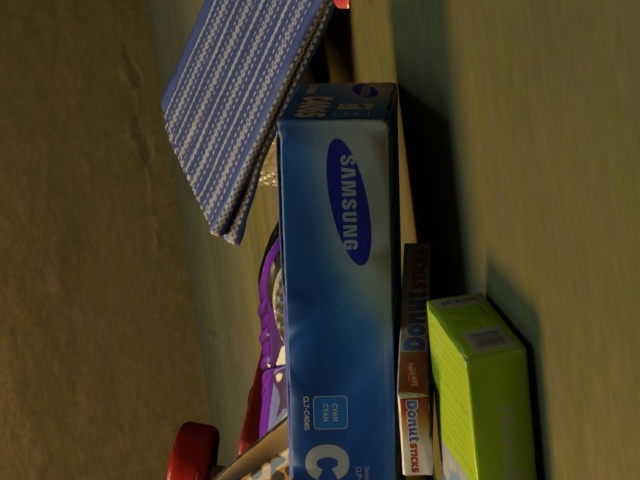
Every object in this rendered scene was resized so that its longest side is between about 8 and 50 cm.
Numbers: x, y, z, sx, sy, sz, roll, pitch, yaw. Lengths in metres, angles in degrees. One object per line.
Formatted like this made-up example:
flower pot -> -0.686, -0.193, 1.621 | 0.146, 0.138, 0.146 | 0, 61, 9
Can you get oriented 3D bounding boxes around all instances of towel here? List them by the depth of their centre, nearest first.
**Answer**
towel -> -0.060, -0.159, 1.672 | 0.243, 0.040, 0.336 | -66, 20, 16

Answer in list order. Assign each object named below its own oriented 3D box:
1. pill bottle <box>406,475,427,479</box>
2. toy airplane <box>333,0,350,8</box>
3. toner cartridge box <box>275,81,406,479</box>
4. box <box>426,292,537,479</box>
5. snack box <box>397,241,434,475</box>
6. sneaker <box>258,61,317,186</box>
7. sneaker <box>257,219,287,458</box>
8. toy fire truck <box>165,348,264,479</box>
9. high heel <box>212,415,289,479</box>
pill bottle -> 0.062, 0.187, 1.497 | 0.043, 0.043, 0.083 | 112, 148, -74
toy airplane -> 0.020, -0.230, 1.363 | 0.151, 0.028, 0.151 | 169, 90, -82
toner cartridge box -> 0.019, 0.075, 1.331 | 0.165, 0.075, 0.348 | -76, -15, -76
box -> 0.100, 0.133, 1.175 | 0.109, 0.042, 0.178 | -121, 23, -71
snack box -> 0.064, 0.074, 1.275 | 0.178, 0.022, 0.064 | -83, -9, -58
sneaker -> -0.040, -0.108, 1.771 | 0.235, 0.090, 0.095 | 137, 131, -72
sneaker -> -0.006, 0.093, 1.694 | 0.146, 0.102, 0.293 | -108, 19, -54
toy fire truck -> -0.048, 0.226, 2.001 | 0.302, 0.169, 0.254 | 91, -169, -49
high heel -> -0.036, 0.134, 1.588 | 0.093, 0.186, 0.261 | -50, -45, -62
